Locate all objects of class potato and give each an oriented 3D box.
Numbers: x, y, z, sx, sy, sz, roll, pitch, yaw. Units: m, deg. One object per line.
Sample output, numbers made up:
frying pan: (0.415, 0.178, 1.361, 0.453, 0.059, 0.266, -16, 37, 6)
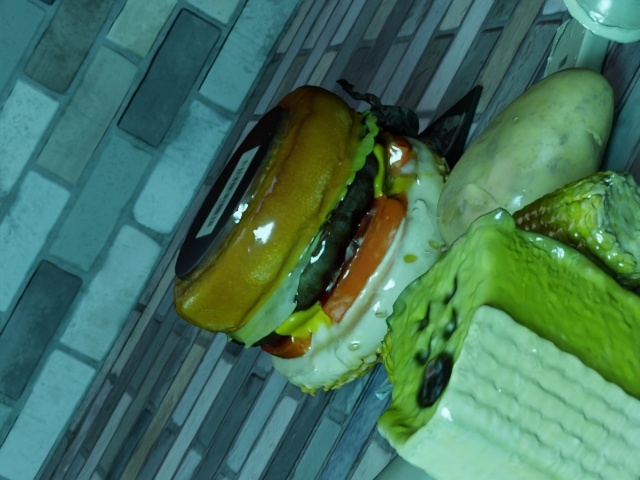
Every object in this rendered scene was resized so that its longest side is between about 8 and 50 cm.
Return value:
potato: (0.208, -0.064, 1.966, 0.161, 0.128, 0.235, -18, 37, 46)

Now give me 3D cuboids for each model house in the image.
model house: (0.163, 0.125, 1.592, 0.175, 0.193, 0.234, -49, 18, 29)

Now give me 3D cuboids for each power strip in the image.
power strip: (0.268, -0.177, 2.131, 0.081, 0.035, 0.192, -41, 23, 53)

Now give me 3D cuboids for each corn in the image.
corn: (0.183, 0.049, 1.808, 0.344, 0.131, 0.131, -40, 24, 46)

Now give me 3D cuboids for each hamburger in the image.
hamburger: (0.000, 0.000, 2.271, 0.330, 0.250, 0.330, -54, 12, 17)

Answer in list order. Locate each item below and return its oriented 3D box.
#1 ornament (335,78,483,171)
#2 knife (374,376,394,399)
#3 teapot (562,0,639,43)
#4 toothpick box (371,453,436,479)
ornament: (0.063, -0.138, 2.438, 0.153, 0.196, 0.166, -43, 24, 52)
knife: (0.140, 0.046, 2.100, 0.278, 0.053, 0.123, -63, 10, -14)
teapot: (0.331, -0.314, 1.943, 0.251, 0.183, 0.183, 120, 170, -48)
toothpick box: (0.088, 0.247, 1.769, 0.181, 0.111, 0.111, -50, 17, 31)
